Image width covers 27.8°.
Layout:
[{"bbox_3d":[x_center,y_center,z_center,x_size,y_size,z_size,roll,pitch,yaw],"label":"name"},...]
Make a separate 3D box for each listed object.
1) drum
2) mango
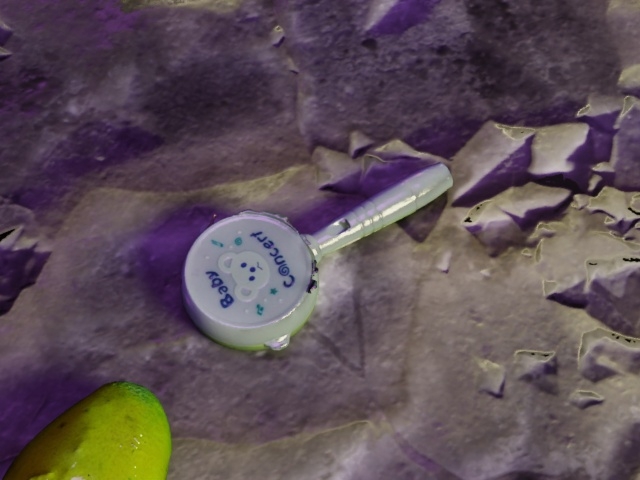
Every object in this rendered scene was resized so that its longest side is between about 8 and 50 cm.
[{"bbox_3d":[0.006,0.018,1.092,0.253,0.049,0.130,-15,64,-7],"label":"drum"},{"bbox_3d":[-0.179,0.183,0.984,0.119,0.100,0.178,21,58,12],"label":"mango"}]
